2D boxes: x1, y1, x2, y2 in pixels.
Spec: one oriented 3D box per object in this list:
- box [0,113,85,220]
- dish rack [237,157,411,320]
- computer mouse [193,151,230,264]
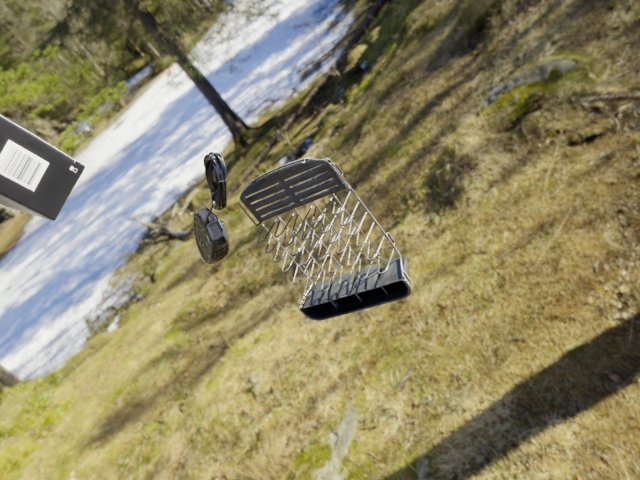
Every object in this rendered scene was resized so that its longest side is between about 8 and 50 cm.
[{"bbox_3d":[-0.440,-0.108,0.804,0.158,0.156,0.093,13,74,39],"label":"box"},{"bbox_3d":[0.000,0.000,0.938,0.208,0.271,0.074,-20,32,31],"label":"dish rack"},{"bbox_3d":[-0.147,-0.041,0.846,0.041,0.071,0.242,-19,-24,-25],"label":"computer mouse"}]
